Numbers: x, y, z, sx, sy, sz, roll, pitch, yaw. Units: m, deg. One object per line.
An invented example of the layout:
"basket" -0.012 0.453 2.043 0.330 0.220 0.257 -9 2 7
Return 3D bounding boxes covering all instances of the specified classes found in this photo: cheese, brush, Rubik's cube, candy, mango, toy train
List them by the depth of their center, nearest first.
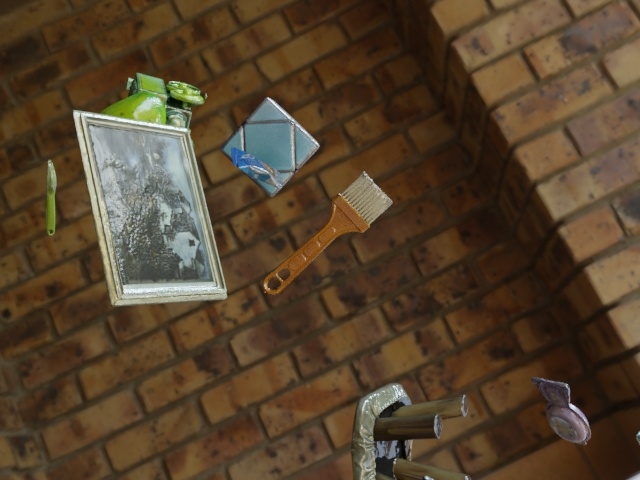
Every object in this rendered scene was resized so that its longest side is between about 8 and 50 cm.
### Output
"mango" -0.356 -0.196 1.524 0.178 0.119 0.100 -47 15 -2
"brush" 0.000 0.000 1.639 0.314 0.090 0.017 -42 4 13
"cheese" 0.512 0.363 1.761 0.042 0.191 0.105 -43 27 -28
"candy" -0.141 -0.159 1.879 0.136 0.088 0.038 27 -68 -25
"toy train" -0.402 -0.329 2.111 0.188 0.272 0.159 12 -72 -17
"Rubik's cube" -0.139 -0.267 2.382 0.205 0.205 0.207 -47 4 5

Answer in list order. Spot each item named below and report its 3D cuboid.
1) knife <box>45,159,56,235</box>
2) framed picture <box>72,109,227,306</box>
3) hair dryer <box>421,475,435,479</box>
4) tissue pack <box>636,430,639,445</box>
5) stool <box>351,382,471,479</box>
"knife" -0.598 -0.091 1.851 0.022 0.026 0.184 -6 -58 -27
"framed picture" -0.247 -0.049 1.252 0.019 0.296 0.232 -22 -13 35
"hair dryer" 0.187 0.501 1.389 0.219 0.075 0.195 29 -85 -35
"tissue pack" 0.693 0.416 1.463 0.089 0.177 0.263 -30 2 -11
"stool" 0.236 0.532 2.116 0.226 0.310 0.310 -3 2 26
